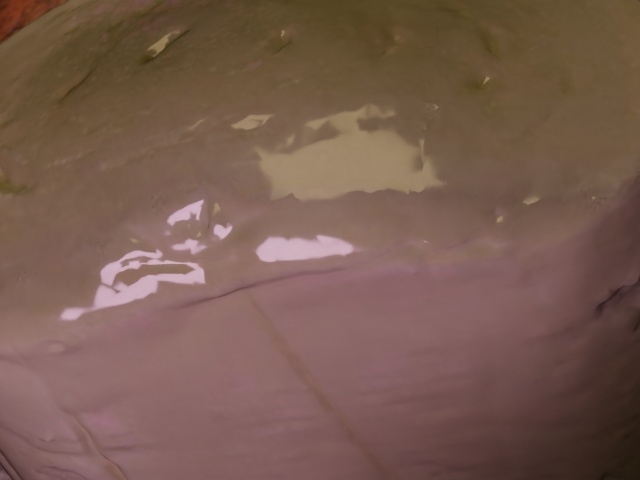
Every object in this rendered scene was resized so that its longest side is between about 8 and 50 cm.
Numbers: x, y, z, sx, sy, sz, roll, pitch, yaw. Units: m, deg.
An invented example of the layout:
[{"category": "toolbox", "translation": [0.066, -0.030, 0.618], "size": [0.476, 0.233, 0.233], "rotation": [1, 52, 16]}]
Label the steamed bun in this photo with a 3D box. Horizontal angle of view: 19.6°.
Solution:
[{"category": "steamed bun", "translation": [0.000, 0.000, 1.088], "size": [0.456, 0.371, 0.290], "rotation": [-9, 50, 13]}]
